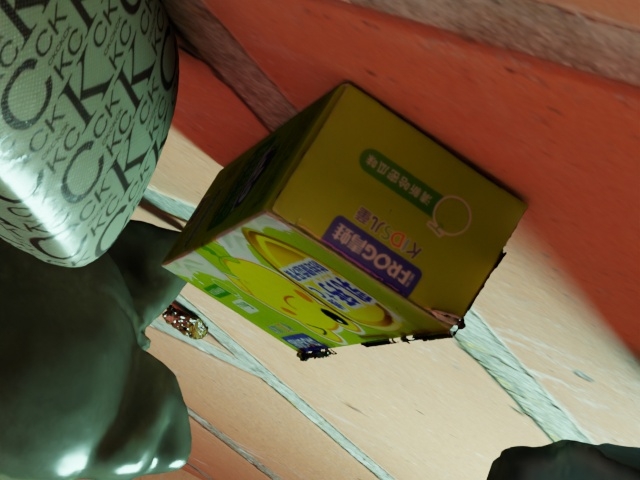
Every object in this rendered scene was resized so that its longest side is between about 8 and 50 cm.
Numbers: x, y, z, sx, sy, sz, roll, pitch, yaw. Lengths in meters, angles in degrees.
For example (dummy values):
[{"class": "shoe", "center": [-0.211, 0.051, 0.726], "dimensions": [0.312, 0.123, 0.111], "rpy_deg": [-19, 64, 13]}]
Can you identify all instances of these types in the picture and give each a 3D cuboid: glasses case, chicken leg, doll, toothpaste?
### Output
[{"class": "glasses case", "center": [-0.141, -0.097, 0.821], "dimensions": [0.085, 0.137, 0.354], "rpy_deg": [20, 166, 18]}, {"class": "chicken leg", "center": [-0.126, 0.081, 1.798], "dimensions": [0.036, 0.021, 0.083], "rpy_deg": [15, 168, 21]}, {"class": "doll", "center": [-0.234, 0.045, 1.265], "dimensions": [0.382, 0.252, 0.378], "rpy_deg": [2, 158, -24]}, {"class": "toothpaste", "center": [0.000, 0.000, 1.020], "dimensions": [0.110, 0.077, 0.327], "rpy_deg": [35, 168, -8]}]

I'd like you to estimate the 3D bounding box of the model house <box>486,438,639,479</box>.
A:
[{"class": "model house", "center": [0.255, 0.229, 1.058], "dimensions": [0.303, 0.215, 0.237], "rpy_deg": [2, -170, -39]}]
